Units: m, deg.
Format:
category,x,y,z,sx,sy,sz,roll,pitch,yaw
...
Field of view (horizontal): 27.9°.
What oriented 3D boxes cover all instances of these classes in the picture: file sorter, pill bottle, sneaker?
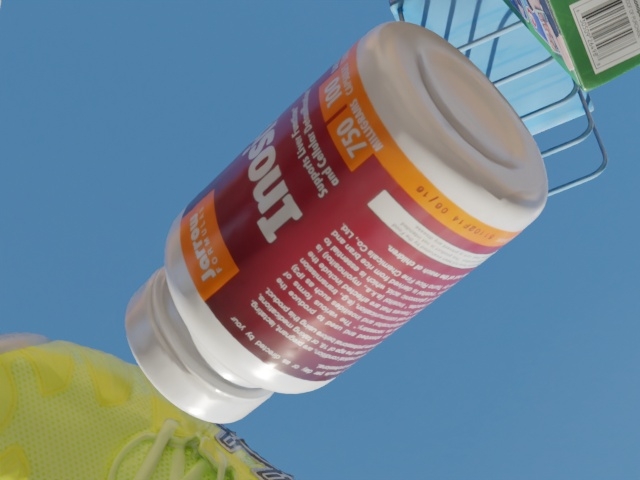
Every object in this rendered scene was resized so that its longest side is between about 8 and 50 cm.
category,x,y,z,sx,sy,sz,roll,pitch,yaw
file sorter,0.145,-0.122,1.020,0.118,0.170,0.104,-21,-142,14
pill bottle,0.000,0.000,0.464,0.086,0.152,0.086,35,-150,-24
sneaker,-0.043,0.173,0.731,0.384,0.147,0.145,39,-122,-22

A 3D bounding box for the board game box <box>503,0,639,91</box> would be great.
category,x,y,z,sx,sy,sz,roll,pitch,yaw
board game box,0.060,-0.248,0.613,0.046,0.213,0.317,-25,-63,6
